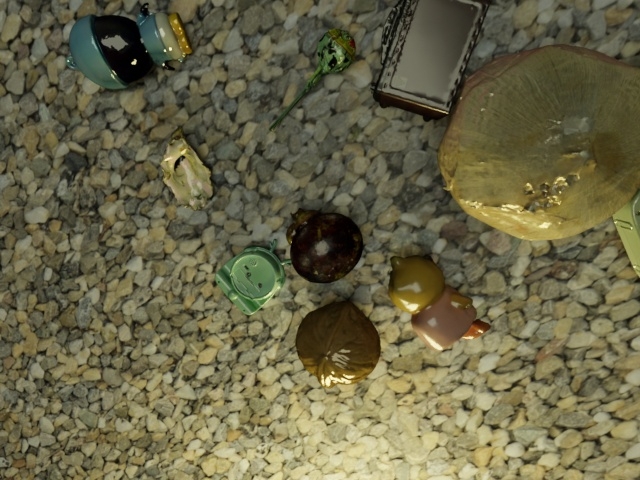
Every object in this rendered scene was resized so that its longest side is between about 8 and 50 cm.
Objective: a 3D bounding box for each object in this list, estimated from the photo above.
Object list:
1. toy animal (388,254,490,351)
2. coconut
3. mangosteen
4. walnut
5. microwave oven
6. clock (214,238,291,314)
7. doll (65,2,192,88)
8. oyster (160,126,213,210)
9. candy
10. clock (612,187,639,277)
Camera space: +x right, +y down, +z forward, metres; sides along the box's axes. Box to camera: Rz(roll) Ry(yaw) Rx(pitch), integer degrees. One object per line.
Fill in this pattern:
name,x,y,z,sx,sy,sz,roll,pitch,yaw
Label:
toy animal,0.267,0.148,1.020,0.281,0.169,0.195,56,139,-1
coconut,0.437,-0.187,0.820,0.405,0.404,0.403,2,101,9
mangosteen,0.000,0.000,1.040,0.192,0.192,0.217,-44,60,15
walnut,0.045,0.266,1.049,0.228,0.228,0.227,2,101,9
microwave oven,0.227,-0.411,0.905,0.188,0.178,0.247,18,103,6
clock,-0.176,0.090,1.132,0.211,0.066,0.159,-42,92,14
doll,-0.494,-0.489,1.038,0.315,0.141,0.177,-14,129,0
oyster,-0.369,-0.185,1.115,0.133,0.072,0.209,-30,115,8
candy,-0.034,-0.388,1.014,0.305,0.083,0.091,-41,129,22
clock,0.857,-0.051,0.904,0.324,0.108,0.265,-27,95,13
